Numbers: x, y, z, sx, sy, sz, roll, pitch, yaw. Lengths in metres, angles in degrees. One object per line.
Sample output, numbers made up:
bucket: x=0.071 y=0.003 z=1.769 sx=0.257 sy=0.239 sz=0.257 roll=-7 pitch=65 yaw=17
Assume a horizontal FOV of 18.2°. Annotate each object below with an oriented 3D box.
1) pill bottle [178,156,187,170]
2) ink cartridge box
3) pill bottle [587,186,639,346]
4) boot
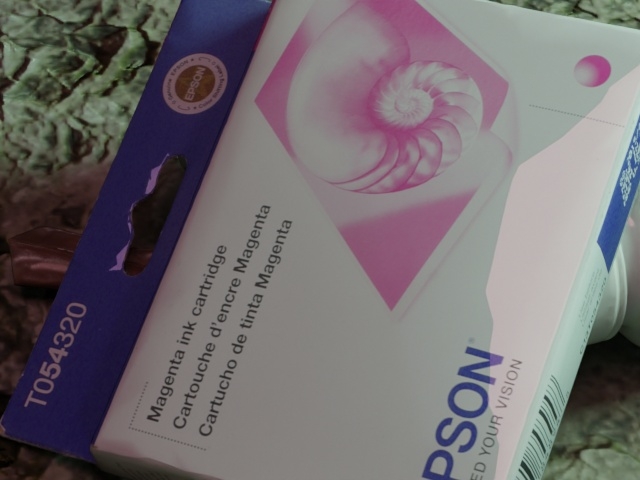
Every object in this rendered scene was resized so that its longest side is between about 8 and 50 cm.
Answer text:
pill bottle: x=0.008 y=-0.042 z=1.278 sx=0.186 sy=0.112 sz=0.112 roll=28 pitch=52 yaw=20
ink cartridge box: x=0.000 y=0.000 z=1.155 sx=0.330 sy=0.071 sz=0.324 roll=13 pitch=70 yaw=21
pill bottle: x=0.251 y=-0.015 z=1.244 sx=0.272 sy=0.152 sz=0.152 roll=-15 pitch=50 yaw=-17
boot: x=-0.147 y=0.033 z=1.247 sx=0.114 sy=0.037 sz=0.106 roll=13 pitch=35 yaw=3
